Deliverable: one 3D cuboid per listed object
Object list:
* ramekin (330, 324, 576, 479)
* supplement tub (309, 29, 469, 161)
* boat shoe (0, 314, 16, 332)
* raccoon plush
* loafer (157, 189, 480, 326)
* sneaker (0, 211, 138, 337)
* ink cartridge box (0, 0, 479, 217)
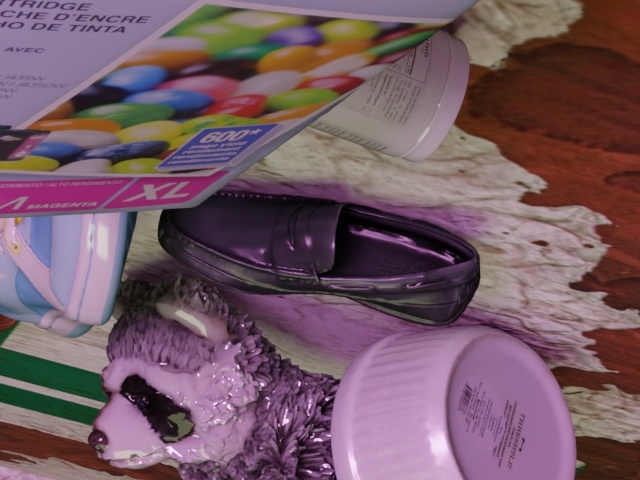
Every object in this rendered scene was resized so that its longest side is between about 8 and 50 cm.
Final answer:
[{"bbox_3d":[0.119,0.168,1.180,0.207,0.207,0.109,25,148,-35],"label":"ramekin"},{"bbox_3d":[0.012,-0.087,0.709,0.107,0.071,0.071,19,160,-21],"label":"supplement tub"},{"bbox_3d":[-0.349,0.053,1.334,0.060,0.064,0.178,-2,164,21],"label":"boat shoe"},{"bbox_3d":[-0.005,0.135,1.295,0.216,0.299,0.446,-16,-177,43],"label":"raccoon plush"},{"bbox_3d":[0.000,0.000,0.972,0.223,0.076,0.078,13,147,0],"label":"loafer"},{"bbox_3d":[-0.237,-0.014,0.978,0.208,0.127,0.319,15,160,-13],"label":"sneaker"},{"bbox_3d":[-0.059,-0.076,0.430,0.186,0.065,0.311,-4,164,-31],"label":"ink cartridge box"}]
